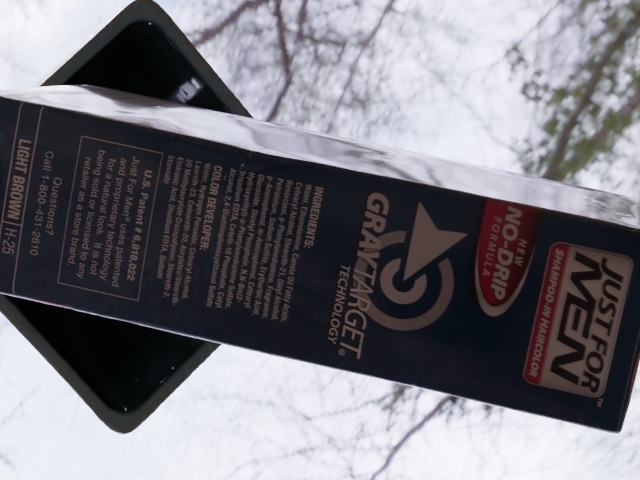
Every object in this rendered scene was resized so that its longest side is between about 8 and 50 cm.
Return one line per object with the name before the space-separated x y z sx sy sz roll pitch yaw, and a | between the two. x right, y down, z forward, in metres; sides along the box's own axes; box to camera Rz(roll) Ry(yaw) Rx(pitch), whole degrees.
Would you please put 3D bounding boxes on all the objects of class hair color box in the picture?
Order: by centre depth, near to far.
hair color box | 0.000 0.000 0.834 0.347 0.174 0.105 12 -81 9

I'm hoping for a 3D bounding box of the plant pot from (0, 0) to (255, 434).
plant pot | -0.184 -0.027 1.303 0.248 0.252 0.247 -44 -73 -11
